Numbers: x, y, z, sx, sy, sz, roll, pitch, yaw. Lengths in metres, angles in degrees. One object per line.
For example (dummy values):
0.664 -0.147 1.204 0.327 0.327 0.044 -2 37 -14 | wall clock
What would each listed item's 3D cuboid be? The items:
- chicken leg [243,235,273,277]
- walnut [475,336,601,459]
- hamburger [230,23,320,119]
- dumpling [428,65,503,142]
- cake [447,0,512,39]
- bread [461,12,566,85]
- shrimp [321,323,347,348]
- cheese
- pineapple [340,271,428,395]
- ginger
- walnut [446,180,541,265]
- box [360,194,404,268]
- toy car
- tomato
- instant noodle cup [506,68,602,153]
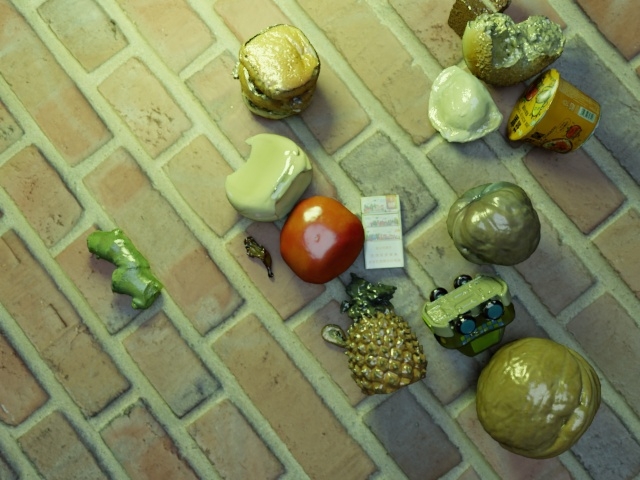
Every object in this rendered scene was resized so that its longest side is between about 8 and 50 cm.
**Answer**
-0.185 0.048 1.356 0.145 0.037 0.062 46 111 4 | chicken leg
0.580 0.427 1.199 0.333 0.333 0.332 0 87 1 | walnut
-0.133 -0.495 1.294 0.261 0.211 0.244 5 80 -4 | hamburger
0.414 -0.403 1.326 0.179 0.131 0.252 -37 76 23 | dumpling
0.484 -0.700 1.331 0.147 0.135 0.134 -38 86 -6 | cake
0.532 -0.537 1.277 0.314 0.192 0.171 -5 70 -24 | bread
0.054 0.292 1.345 0.108 0.023 0.059 21 79 2 | shrimp
-0.157 -0.185 1.307 0.233 0.127 0.266 34 84 30 | cheese
0.161 0.246 1.268 0.223 0.223 0.357 -16 76 1 | pineapple
-0.598 0.084 1.340 0.137 0.089 0.289 -32 91 18 | ginger
0.486 -0.040 1.237 0.249 0.248 0.248 0 87 1 | walnut
0.189 -0.025 1.351 0.122 0.032 0.220 -4 87 1 | box
0.442 0.231 1.277 0.248 0.204 0.198 -30 110 1 | toy car
-0.003 -0.003 1.283 0.260 0.180 0.259 0 85 3 | tomato
0.679 -0.359 1.278 0.173 0.216 0.215 23 88 -7 | instant noodle cup
